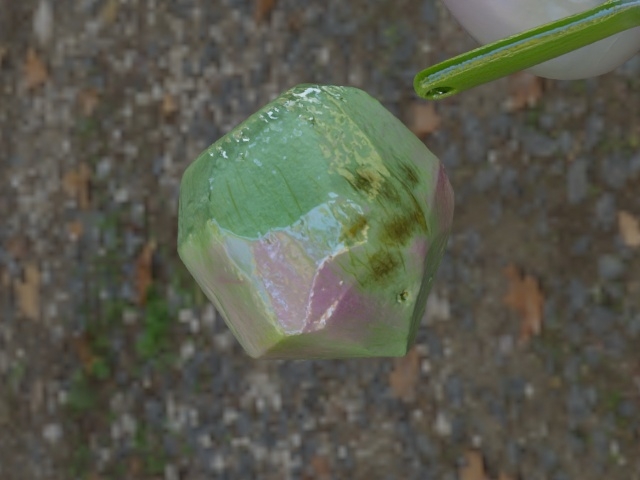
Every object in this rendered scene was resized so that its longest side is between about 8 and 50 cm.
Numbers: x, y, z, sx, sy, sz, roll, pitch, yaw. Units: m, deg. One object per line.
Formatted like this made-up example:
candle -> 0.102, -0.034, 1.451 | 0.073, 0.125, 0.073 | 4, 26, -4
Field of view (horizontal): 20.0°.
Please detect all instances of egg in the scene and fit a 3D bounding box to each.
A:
egg -> 0.106, -0.138, 0.880 | 0.135, 0.103, 0.103 | 47, 142, 14

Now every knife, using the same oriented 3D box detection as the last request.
knife -> 0.114, -0.087, 0.728 | 0.184, 0.022, 0.026 | -17, 59, 34

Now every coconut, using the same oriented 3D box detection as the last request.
coconut -> 0.000, 0.000, 1.479 | 0.204, 0.236, 0.236 | -37, 56, 43
